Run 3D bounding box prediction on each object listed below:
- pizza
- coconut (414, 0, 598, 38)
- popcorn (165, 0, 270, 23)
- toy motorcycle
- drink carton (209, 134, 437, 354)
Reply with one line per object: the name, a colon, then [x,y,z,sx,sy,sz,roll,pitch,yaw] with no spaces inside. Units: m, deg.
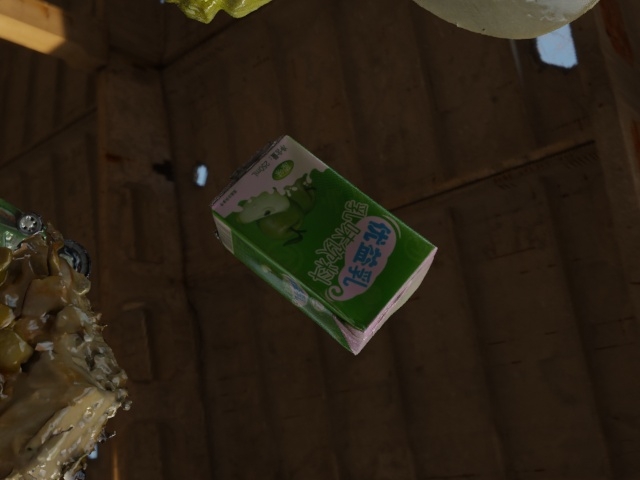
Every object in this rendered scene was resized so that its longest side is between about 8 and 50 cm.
pizza: [-0.161,0.059,0.314,0.147,0.226,0.069,9,-52,27]
coconut: [0.156,-0.325,0.586,0.323,0.323,0.322,-9,-104,40]
popcorn: [-0.069,-0.215,0.460,0.126,0.126,0.145,-27,-93,-2]
toy motorcycle: [-0.339,0.008,0.764,0.106,0.190,0.074,-57,-162,-11]
drink carton: [0.000,0.000,0.971,0.271,0.108,0.161,39,-111,13]
